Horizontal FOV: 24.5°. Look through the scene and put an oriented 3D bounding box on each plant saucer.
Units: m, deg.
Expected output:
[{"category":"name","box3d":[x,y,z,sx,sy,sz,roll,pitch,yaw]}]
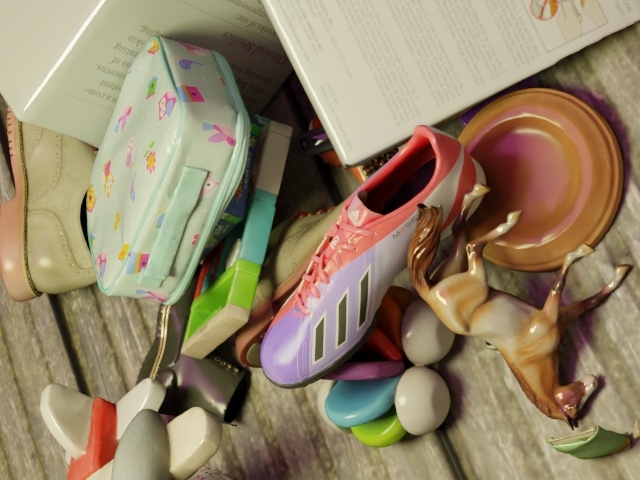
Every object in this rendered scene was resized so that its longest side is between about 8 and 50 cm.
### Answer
[{"category":"plant saucer","box3d":[0.222,-0.066,1.574,0.200,0.037,0.199,-4,83,30]}]

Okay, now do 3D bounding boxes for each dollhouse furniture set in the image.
[{"category":"dollhouse furniture set","box3d":[0.302,0.208,1.436,0.152,0.076,0.058,-21,66,34]}]

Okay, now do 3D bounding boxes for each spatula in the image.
[{"category":"spatula","box3d":[0.102,-0.143,1.672,0.297,0.030,0.084,-16,86,22]}]

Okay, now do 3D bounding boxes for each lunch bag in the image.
[{"category":"lunch bag","box3d":[-0.177,-0.070,1.690,0.279,0.108,0.224,-65,31,29]}]

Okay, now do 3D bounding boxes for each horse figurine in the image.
[{"category":"horse figurine","box3d":[0.189,0.056,1.507,0.174,0.263,0.066,-60,7,11]}]

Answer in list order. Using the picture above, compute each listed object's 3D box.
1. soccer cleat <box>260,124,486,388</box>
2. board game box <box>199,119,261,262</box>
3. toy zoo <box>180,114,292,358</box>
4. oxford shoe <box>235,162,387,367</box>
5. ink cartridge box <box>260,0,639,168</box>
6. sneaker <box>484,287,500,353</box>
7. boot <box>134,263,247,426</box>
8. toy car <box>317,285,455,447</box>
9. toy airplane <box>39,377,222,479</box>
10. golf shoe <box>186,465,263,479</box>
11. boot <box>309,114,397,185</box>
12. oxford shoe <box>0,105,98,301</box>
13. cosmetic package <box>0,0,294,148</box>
[{"category":"soccer cleat","box3d":[0.036,0.014,1.532,0.318,0.116,0.108,-47,52,1]},{"category":"board game box","box3d":[-0.138,-0.046,1.791,0.201,0.035,0.136,-43,32,52]},{"category":"toy zoo","box3d":[-0.097,-0.018,1.769,0.192,0.030,0.293,139,146,-62]},{"category":"oxford shoe","box3d":[0.000,0.000,1.705,0.348,0.123,0.130,-43,51,28]},{"category":"ink cartridge box","box3d":[0.131,-0.297,1.595,0.385,0.091,0.308,-26,89,2]},{"category":"sneaker","box3d":[0.182,0.082,1.595,0.032,0.037,0.083,-41,55,27]},{"category":"boot","box3d":[-0.137,0.132,1.843,0.137,0.077,0.197,11,80,23]},{"category":"toy car","box3d":[0.053,0.134,1.623,0.159,0.136,0.182,-3,77,39]},{"category":"toy airplane","box3d":[-0.274,0.330,1.678,0.384,0.272,0.386,20,97,48]},{"category":"golf shoe","box3d":[-0.131,0.309,1.779,0.186,0.067,0.086,-23,64,34]},{"category":"boot","box3d":[0.038,-0.105,1.758,0.084,0.059,0.158,-51,56,43]},{"category":"oxford shoe","box3d":[-0.353,-0.104,2.056,0.147,0.140,0.396,-5,68,7]},{"category":"cosmetic package","box3d":[-0.210,-0.346,1.837,0.393,0.329,0.327,-51,53,17]}]
